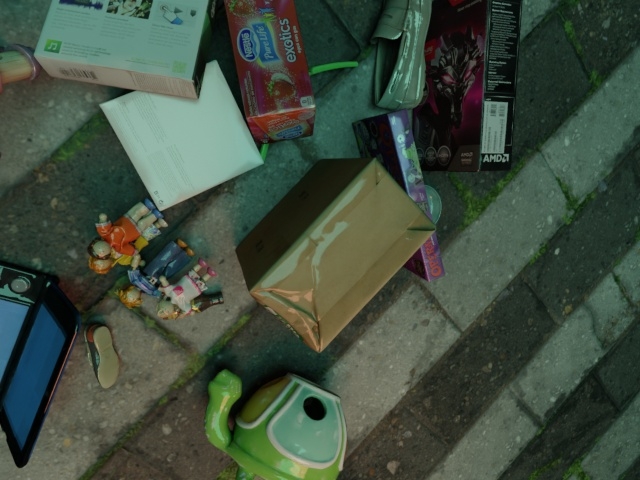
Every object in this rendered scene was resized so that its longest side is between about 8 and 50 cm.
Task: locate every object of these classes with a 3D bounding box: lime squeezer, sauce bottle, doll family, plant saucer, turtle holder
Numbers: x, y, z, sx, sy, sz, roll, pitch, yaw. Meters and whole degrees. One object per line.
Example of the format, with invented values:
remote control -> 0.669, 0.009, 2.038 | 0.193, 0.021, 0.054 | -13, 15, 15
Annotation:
lime squeezer -> -0.050, -0.309, 0.840 | 0.310, 0.059, 0.110 | -47, 110, -6
sauce bottle -> -0.273, 0.137, 0.857 | 0.128, 0.042, 0.042 | -11, 104, -14
doll family -> -0.344, 0.046, 0.790 | 0.163, 0.118, 0.262 | -46, 121, -19
plant saucer -> 0.245, -0.080, 1.000 | 0.120, 0.021, 0.119 | -3, 101, -17
turtle holder -> -0.091, 0.415, 0.895 | 0.321, 0.243, 0.227 | 21, 75, 18

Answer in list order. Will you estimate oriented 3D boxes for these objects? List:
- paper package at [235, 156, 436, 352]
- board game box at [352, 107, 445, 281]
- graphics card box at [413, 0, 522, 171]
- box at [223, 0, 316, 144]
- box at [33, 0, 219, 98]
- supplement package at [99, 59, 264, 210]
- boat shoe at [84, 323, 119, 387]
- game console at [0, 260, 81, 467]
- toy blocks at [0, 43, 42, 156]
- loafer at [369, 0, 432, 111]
paper package -> 0.000, 0.000, 0.774 | 0.309, 0.325, 0.168 | -47, 110, -4
board game box -> 0.164, -0.099, 0.871 | 0.056, 0.208, 0.346 | -21, 106, -14
graphics card box -> 0.300, -0.333, 0.857 | 0.095, 0.233, 0.370 | -7, 103, -21
box -> -0.092, -0.322, 0.735 | 0.123, 0.128, 0.256 | -11, 83, -4
box -> -0.291, -0.399, 0.655 | 0.233, 0.058, 0.321 | 8, 76, -5
supplement package -> -0.248, -0.189, 0.746 | 0.203, 0.149, 0.194 | -27, 107, -12
boat shoe -> -0.450, 0.235, 0.818 | 0.043, 0.049, 0.136 | 3, 106, 24
game console -> -0.579, 0.203, 0.699 | 0.250, 0.173, 0.292 | 22, 92, -21
toy blocks -> -0.586, -0.246, 0.610 | 0.289, 0.260, 0.308 | 7, 125, 9
loafer -> 0.164, -0.443, 0.856 | 0.112, 0.112, 0.318 | -8, 103, -26
